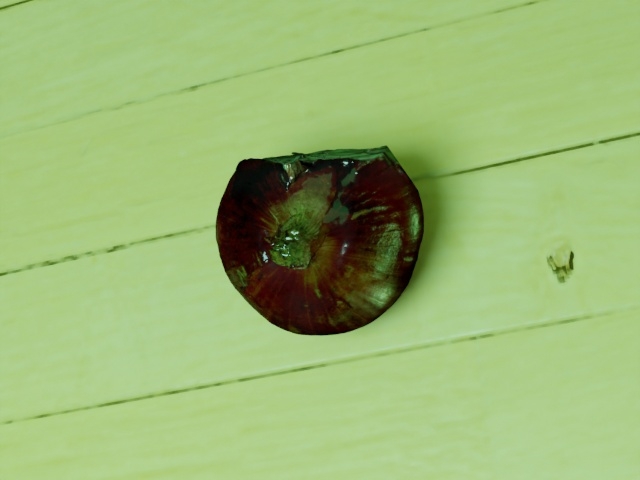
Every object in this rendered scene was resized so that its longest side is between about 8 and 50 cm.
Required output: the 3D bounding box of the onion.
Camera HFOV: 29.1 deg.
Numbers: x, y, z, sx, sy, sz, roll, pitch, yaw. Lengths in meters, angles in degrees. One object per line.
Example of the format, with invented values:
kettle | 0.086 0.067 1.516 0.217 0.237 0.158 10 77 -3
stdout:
onion | 0.000 0.000 0.692 0.117 0.118 0.119 2 73 23
